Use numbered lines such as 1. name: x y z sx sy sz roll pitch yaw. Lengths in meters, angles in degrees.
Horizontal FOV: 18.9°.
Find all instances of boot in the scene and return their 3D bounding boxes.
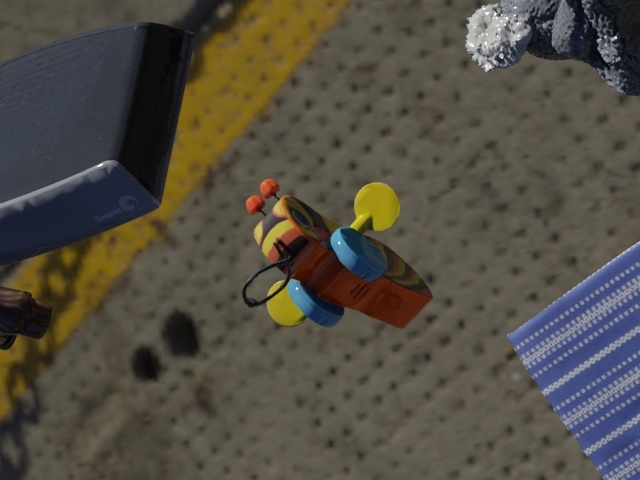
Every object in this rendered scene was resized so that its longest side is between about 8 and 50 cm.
1. boot: -0.223 0.029 1.124 0.106 0.114 0.037 -15 58 63

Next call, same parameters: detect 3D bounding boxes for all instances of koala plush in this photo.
1. koala plush: 0.246 -0.222 1.793 0.221 0.196 0.203 -4 116 56

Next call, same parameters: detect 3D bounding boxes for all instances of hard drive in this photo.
1. hard drive: -0.213 -0.069 1.429 0.255 0.054 0.172 -15 52 35

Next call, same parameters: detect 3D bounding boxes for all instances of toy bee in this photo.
1. toy bee: 0.000 0.000 2.113 0.195 0.298 0.162 -35 59 3

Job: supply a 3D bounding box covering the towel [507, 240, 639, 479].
1. towel: 0.370 0.165 1.884 0.243 0.040 0.336 -38 82 25
